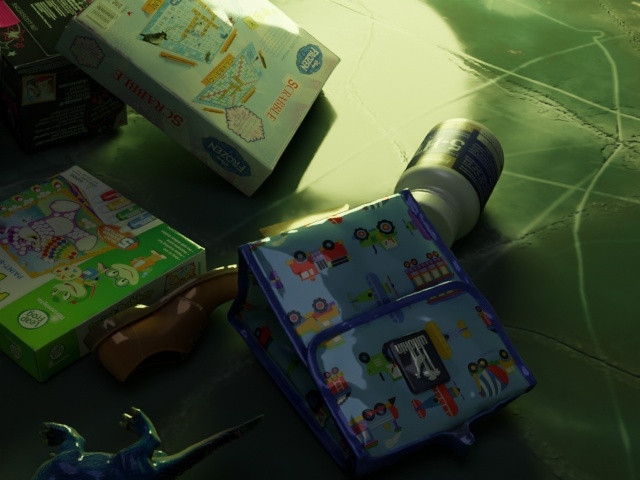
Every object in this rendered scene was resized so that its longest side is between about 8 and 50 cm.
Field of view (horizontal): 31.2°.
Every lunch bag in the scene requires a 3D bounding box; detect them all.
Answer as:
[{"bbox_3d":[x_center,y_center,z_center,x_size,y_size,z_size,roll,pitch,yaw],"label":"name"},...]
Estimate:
[{"bbox_3d":[0.068,0.115,1.224,0.221,0.138,0.293,-20,56,-25],"label":"lunch bag"}]

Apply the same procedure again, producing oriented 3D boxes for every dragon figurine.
[{"bbox_3d":[-0.191,0.237,1.061,0.289,0.085,0.144,-4,39,-7],"label":"dragon figurine"}]

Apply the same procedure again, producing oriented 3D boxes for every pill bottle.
[{"bbox_3d":[0.155,-0.063,1.440,0.112,0.112,0.187,15,40,16],"label":"pill bottle"}]

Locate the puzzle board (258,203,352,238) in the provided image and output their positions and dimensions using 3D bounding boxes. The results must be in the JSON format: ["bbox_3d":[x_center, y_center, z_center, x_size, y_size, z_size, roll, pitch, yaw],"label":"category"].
[{"bbox_3d":[0.000,0.000,1.434,0.128,0.011,0.096,-17,43,-22],"label":"puzzle board"}]

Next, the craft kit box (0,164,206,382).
[{"bbox_3d":[-0.307,0.028,1.349,0.250,0.061,0.246,30,49,31],"label":"craft kit box"}]

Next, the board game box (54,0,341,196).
[{"bbox_3d":[-0.154,-0.257,1.584,0.318,0.066,0.319,38,40,-8],"label":"board game box"}]

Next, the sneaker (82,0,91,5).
[{"bbox_3d":[-0.386,-0.374,1.846,0.261,0.104,0.125,1,66,-13],"label":"sneaker"}]

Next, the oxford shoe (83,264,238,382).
[{"bbox_3d":[-0.156,0.093,1.276,0.212,0.076,0.076,-29,76,-33],"label":"oxford shoe"}]

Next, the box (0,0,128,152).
[{"bbox_3d":[-0.396,-0.258,1.637,0.163,0.142,0.247,-19,44,-26],"label":"box"}]
